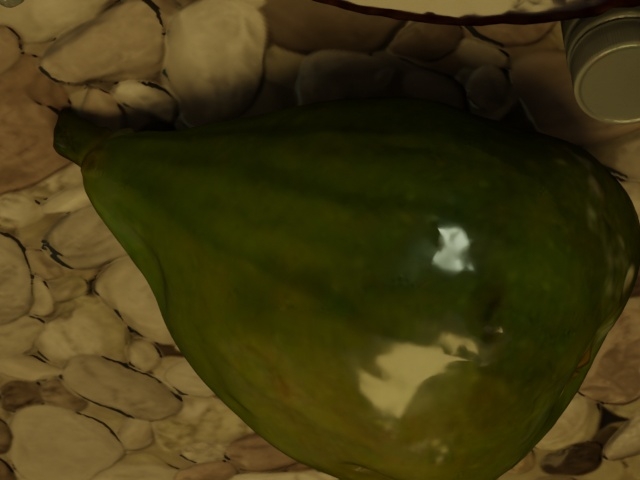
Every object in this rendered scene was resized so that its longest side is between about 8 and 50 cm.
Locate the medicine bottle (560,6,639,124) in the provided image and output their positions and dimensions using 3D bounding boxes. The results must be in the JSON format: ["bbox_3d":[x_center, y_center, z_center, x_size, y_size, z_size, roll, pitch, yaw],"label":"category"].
[{"bbox_3d":[0.154,-0.111,0.916,0.058,0.091,0.058,-1,137,0],"label":"medicine bottle"}]

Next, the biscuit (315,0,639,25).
[{"bbox_3d":[0.055,-0.228,0.733,0.407,0.091,0.407,5,147,3],"label":"biscuit"}]

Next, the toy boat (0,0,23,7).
[{"bbox_3d":[-0.213,-0.217,0.756,0.129,0.142,0.309,-19,134,19],"label":"toy boat"}]

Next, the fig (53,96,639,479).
[{"bbox_3d":[0.017,0.023,1.009,0.314,0.233,0.233,9,145,32],"label":"fig"}]
